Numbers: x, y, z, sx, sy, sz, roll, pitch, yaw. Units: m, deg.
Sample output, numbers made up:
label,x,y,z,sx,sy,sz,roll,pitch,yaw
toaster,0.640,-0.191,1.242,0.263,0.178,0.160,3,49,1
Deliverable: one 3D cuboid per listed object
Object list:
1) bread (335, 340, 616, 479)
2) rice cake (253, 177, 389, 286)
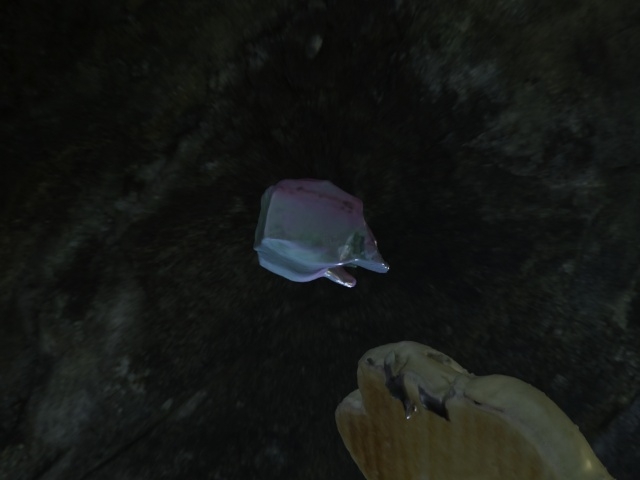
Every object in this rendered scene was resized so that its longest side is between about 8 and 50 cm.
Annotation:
label,x,y,z,sx,sy,sz,roll,pitch,yaw
bread,0.128,0.193,0.723,0.054,0.316,0.316,-35,-89,-26
rice cake,-0.002,-0.001,0.711,0.081,0.290,0.051,22,-95,-1
